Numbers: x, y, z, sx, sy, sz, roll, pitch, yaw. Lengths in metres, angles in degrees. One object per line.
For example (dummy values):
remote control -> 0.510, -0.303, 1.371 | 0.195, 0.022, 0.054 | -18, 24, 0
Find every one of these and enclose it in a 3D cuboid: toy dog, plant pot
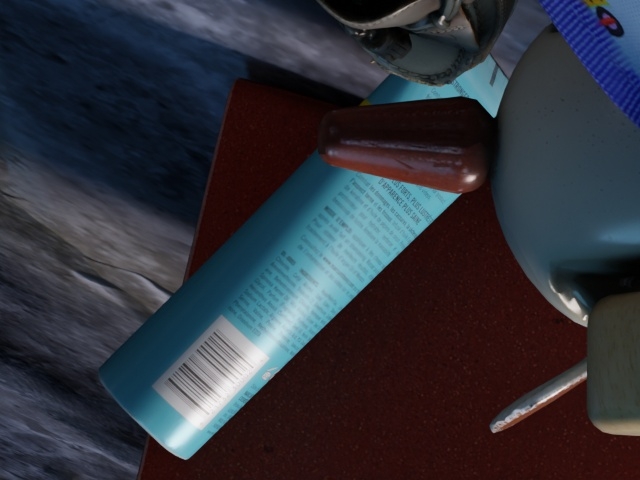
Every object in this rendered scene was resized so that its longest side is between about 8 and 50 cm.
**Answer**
toy dog -> 0.096, -0.008, 0.605 | 0.161, 0.220, 0.334 | 4, 154, 11
plant pot -> 0.060, 0.109, 0.911 | 0.235, 0.267, 0.267 | 9, 159, 8

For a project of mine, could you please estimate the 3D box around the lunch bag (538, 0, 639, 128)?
lunch bag -> 0.144, -0.074, 0.322 | 0.293, 0.138, 0.221 | 42, 158, -16

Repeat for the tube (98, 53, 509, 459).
tube -> 0.000, 0.000, 0.761 | 0.052, 0.207, 0.080 | 47, -179, 37

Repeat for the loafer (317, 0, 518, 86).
loafer -> 0.008, -0.112, 0.601 | 0.096, 0.084, 0.267 | 17, 160, 17
